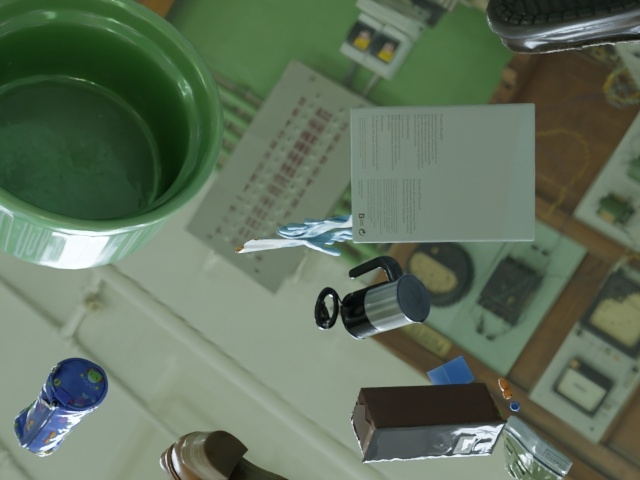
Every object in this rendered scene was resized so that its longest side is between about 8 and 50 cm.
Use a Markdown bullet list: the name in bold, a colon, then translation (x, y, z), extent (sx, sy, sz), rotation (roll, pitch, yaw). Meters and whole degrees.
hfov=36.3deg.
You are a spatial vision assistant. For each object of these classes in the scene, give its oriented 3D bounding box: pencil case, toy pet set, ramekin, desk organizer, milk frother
- **pencil case**: translation (-0.558, 0.357, 2.073), extent (0.119, 0.306, 0.133), rotation (50, -134, 4)
- **toy pet set**: translation (0.226, 0.237, 1.503), extent (0.114, 0.122, 0.065), rotation (64, -167, 8)
- **ramekin**: translation (-0.271, -0.117, 1.075), extent (0.303, 0.303, 0.148), rotation (30, 145, -9)
- **desk organizer**: translation (0.097, 0.164, 0.890), extent (0.130, 0.047, 0.050), rotation (1, -142, -19)
- **milk frother**: translation (0.081, 0.108, 1.618), extent (0.129, 0.134, 0.143), rotation (58, -137, -10)

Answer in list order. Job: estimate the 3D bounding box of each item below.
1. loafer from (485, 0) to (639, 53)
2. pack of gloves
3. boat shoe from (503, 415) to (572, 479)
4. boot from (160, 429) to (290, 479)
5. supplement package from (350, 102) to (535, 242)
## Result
- **loafer**: translation (0.393, -0.290, 1.242), extent (0.130, 0.365, 0.134), rotation (80, 179, -50)
- **pack of gloves**: translation (0.000, 0.000, 1.691), extent (0.232, 0.046, 0.195), rotation (-7, 170, -35)
- **boat shoe**: translation (0.386, 0.403, 1.838), extent (0.109, 0.094, 0.302), rotation (38, 179, 3)
- **boot**: translation (-0.138, 0.425, 1.574), extent (0.283, 0.109, 0.220), rotation (45, 147, -9)
- **supplement package**: translation (0.183, -0.101, 1.483), extent (0.262, 0.199, 0.198), rotation (0, -176, 6)
